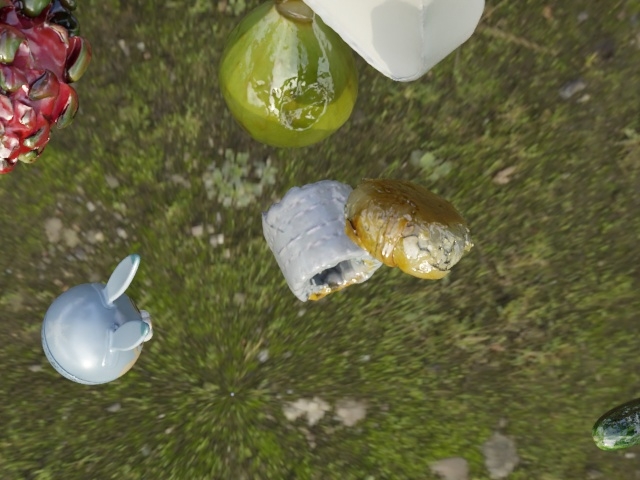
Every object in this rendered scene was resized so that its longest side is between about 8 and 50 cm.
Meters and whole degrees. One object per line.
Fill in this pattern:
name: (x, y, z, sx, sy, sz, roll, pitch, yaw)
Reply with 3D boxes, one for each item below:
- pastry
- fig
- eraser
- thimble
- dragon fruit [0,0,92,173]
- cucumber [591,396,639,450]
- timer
pastry: (0.097, -0.016, 1.353, 0.153, 0.153, 0.081, 33, 111, 0)
fig: (-0.051, -0.239, 1.714, 0.207, 0.230, 0.207, -2, 80, 12)
eraser: (0.045, -0.393, 1.459, 0.331, 0.331, 0.150, 45, 60, 2)
thimble: (0.002, -0.002, 1.509, 0.127, 0.151, 0.118, -20, 72, -13)
dragon fruit: (-0.387, -0.220, 1.495, 0.218, 0.198, 0.273, 21, 92, -32)
cucumber: (0.497, 0.260, 1.770, 0.241, 0.074, 0.074, -8, 83, -26)
timer: (-0.315, 0.127, 1.848, 0.255, 0.175, 0.175, -24, 84, 29)
